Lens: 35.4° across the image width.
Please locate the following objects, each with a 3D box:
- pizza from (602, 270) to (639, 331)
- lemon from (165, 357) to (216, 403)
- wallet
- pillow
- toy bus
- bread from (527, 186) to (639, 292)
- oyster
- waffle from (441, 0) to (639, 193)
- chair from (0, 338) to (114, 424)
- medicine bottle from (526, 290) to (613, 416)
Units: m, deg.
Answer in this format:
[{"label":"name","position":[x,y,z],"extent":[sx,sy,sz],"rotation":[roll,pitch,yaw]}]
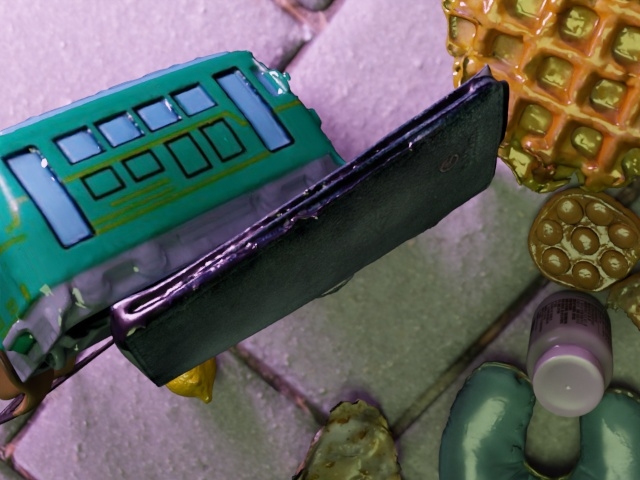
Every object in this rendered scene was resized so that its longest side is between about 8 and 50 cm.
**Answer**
[{"label":"pizza","position":[0.414,0.099,0.941],"extent":[0.292,0.058,0.197],"rotation":[4,108,15]},{"label":"lemon","position":[-0.147,0.139,1.102],"extent":[0.065,0.065,0.092],"rotation":[-41,85,23]},{"label":"wallet","position":[0.000,0.000,0.861],"extent":[0.379,0.190,0.046],"rotation":[-32,70,-10]},{"label":"pillow","position":[0.237,0.237,1.024],"extent":[0.233,0.086,0.214],"rotation":[10,106,10]},{"label":"toy bus","position":[-0.153,-0.038,0.899],"extent":[0.199,0.343,0.183],"rotation":[58,145,6]},{"label":"bread","position":[0.255,0.000,0.967],"extent":[0.110,0.024,0.110],"rotation":[5,111,14]},{"label":"oyster","position":[0.036,0.308,1.111],"extent":[0.166,0.094,0.294],"rotation":[7,101,-7]},{"label":"waffle","position":[0.267,-0.189,0.875],"extent":[0.325,0.068,0.302],"rotation":[-20,101,25]},{"label":"chair","position":[-0.308,0.080,1.019],"extent":[0.172,0.247,0.158],"rotation":[-21,102,28]},{"label":"medicine bottle","position":[0.235,0.107,0.946],"extent":[0.079,0.140,0.079],"rotation":[5,110,13]}]
